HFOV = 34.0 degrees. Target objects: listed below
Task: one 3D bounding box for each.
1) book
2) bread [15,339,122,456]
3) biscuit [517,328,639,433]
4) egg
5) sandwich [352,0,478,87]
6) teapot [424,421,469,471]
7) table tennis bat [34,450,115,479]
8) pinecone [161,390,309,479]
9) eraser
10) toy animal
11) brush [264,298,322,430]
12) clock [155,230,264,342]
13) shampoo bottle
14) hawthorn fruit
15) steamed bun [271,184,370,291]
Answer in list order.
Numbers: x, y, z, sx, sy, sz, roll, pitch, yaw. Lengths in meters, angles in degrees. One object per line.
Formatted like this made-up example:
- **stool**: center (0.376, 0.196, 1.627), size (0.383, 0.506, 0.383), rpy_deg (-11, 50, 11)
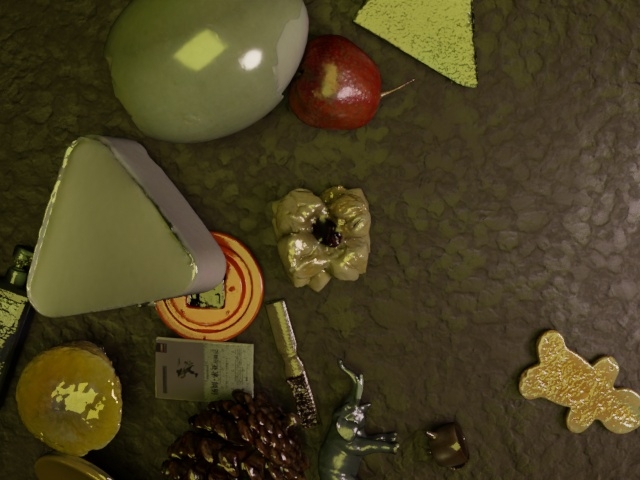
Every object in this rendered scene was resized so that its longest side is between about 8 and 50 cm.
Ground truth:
- **book**: center (-0.211, 0.237, 1.904), size (0.181, 0.014, 0.127), rpy_deg (4, 113, 2)
- **bread**: center (-0.435, 0.274, 1.858), size (0.197, 0.170, 0.197), rpy_deg (0, 97, 1)
- **biscuit**: center (0.473, 0.268, 1.879), size (0.234, 0.030, 0.153), rpy_deg (26, 97, 0)
- **egg**: center (-0.174, -0.315, 1.732), size (0.336, 0.278, 0.278), rpy_deg (-21, 94, 7)
- **sandwich**: center (0.160, -0.379, 1.819), size (0.212, 0.063, 0.245), rpy_deg (-4, 95, 7)
- **teapot**: center (0.226, 0.376, 1.886), size (0.068, 0.076, 0.121), rpy_deg (-22, 124, 15)
- **table tennis bat**: center (-0.376, 0.464, 1.862), size (0.320, 0.050, 0.198), rpy_deg (11, 134, 25)
- **pinecone**: center (-0.148, 0.383, 1.834), size (0.272, 0.224, 0.224), rpy_deg (-30, 93, 10)
- **eraser**: center (-0.349, -0.033, 1.816), size (0.331, 0.150, 0.332), rpy_deg (1, 94, 18)
- **toy animal**: center (0.071, 0.355, 1.883), size (0.137, 0.082, 0.270), rpy_deg (11, 97, 1)
- **brush**: center (-0.050, 0.228, 1.901), size (0.043, 0.036, 0.248), rpy_deg (-15, 95, 0)
- **clock**: center (-0.204, 0.084, 1.887), size (0.205, 0.051, 0.205), rpy_deg (0, 97, 3)
- **shampoo bottle**: center (-0.585, 0.156, 1.907), size (0.098, 0.071, 0.310), rpy_deg (21, 95, 4)
- **hawthorn fruit**: center (0.050, -0.258, 1.803), size (0.203, 0.162, 0.163), rpy_deg (19, 97, -17)
- **steamed bun**: center (0.000, 0.000, 1.839), size (0.177, 0.106, 0.192), rpy_deg (0, 97, 5)
